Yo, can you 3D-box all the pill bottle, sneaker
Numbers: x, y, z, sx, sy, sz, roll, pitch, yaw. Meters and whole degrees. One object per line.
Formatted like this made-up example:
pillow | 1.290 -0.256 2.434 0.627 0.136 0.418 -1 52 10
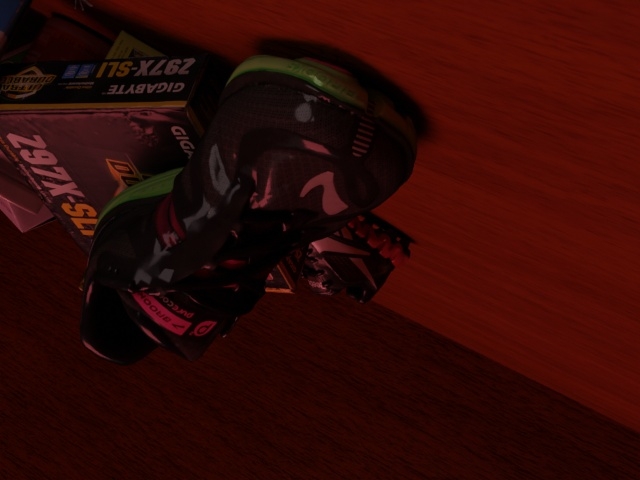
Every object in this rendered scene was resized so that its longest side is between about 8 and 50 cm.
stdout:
pill bottle | -0.323 -0.146 1.273 0.121 0.216 0.121 30 175 3
sneaker | -0.079 0.002 0.962 0.185 0.202 0.483 28 146 -19
sneaker | 0.000 0.000 1.494 0.276 0.135 0.097 33 175 -32

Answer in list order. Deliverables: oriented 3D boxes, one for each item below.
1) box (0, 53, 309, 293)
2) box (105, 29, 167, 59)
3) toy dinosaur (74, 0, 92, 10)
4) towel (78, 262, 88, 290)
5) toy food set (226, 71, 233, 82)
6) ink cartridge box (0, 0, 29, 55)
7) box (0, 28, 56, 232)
box | -0.184 -0.063 1.171 0.257 0.079 0.322 4 146 23
box | -0.132 -0.144 1.184 0.232 0.058 0.087 29 175 -11
toy dinosaur | -0.190 -0.228 0.878 0.082 0.047 0.090 21 -149 -19
towel | -0.260 0.029 1.415 0.102 0.021 0.237 41 -163 -20
toy food set | -0.055 -0.134 1.075 0.078 0.019 0.122 24 173 40
ink cartridge box | -0.437 -0.168 1.149 0.129 0.307 0.223 30 175 -19
box | -0.431 -0.171 1.445 0.262 0.127 0.231 33 146 50
